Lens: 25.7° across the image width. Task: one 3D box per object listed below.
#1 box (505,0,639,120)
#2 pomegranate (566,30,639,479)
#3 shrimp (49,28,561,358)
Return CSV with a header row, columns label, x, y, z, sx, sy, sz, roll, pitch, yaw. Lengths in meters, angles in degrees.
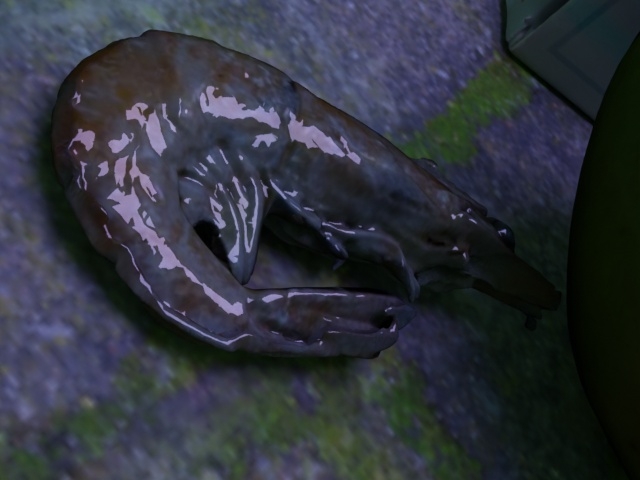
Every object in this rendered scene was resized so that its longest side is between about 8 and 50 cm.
label,x,y,z,sx,sy,sz,roll,pitch,yaw
box,0.239,-0.084,0.740,0.269,0.135,0.079,36,42,-16
pomegranate,0.245,0.007,0.591,0.358,0.216,0.310,-36,109,-36
shrimp,0.000,0.000,0.530,0.223,0.047,0.126,25,51,-22
